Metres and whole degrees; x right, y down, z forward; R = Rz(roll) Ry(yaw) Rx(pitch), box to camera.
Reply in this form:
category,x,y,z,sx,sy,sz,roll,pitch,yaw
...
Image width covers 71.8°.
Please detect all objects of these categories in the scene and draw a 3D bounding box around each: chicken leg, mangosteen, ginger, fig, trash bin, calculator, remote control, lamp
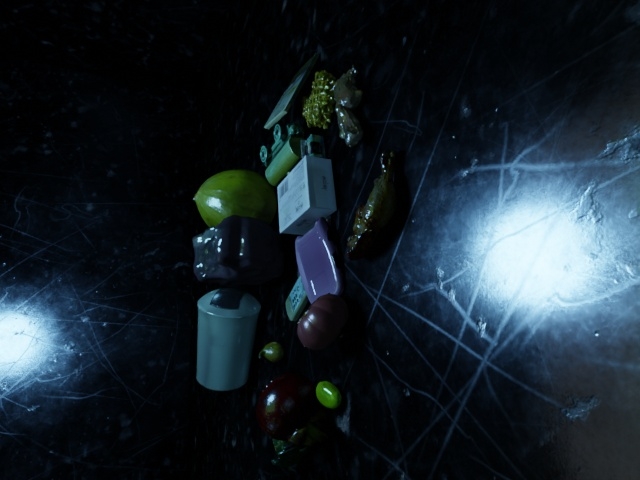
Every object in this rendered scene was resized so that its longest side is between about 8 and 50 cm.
category,x,y,z,sx,sy,sz,roll,pitch,yaw
chicken leg,0.142,-0.081,1.199,0.177,0.083,0.322,-93,21,-49
mangosteen,-0.079,0.552,1.406,0.257,0.215,0.215,42,130,16
ginger,0.092,-0.404,1.366,0.122,0.084,0.289,-23,59,36
fig,-0.364,-0.161,1.917,0.343,0.344,0.342,-19,69,61
trash bin,-0.427,0.430,2.015,0.280,0.281,0.431,32,117,61
calculator,-0.009,0.081,1.456,0.194,0.043,0.294,-38,57,41
fig,-0.195,0.439,1.741,0.084,0.098,0.082,-96,25,-46
remote control,-0.071,0.193,1.606,0.233,0.038,0.098,-61,36,37
lamp,0.014,0.245,1.307,0.182,0.140,0.182,-52,-6,-8

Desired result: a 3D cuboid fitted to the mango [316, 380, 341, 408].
category,x,y,z,sx,sy,sz,roll,pitch,yaw
mango,0.027,0.470,1.341,0.108,0.056,0.073,-1,90,60

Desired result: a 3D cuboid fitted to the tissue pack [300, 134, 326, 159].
category,x,y,z,sx,sy,sz,roll,pitch,yaw
tissue pack,-0.032,-0.308,1.572,0.085,0.079,0.110,-37,53,57

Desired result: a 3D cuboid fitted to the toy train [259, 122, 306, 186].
category,x,y,z,sx,sy,sz,roll,pitch,yaw
toy train,-0.156,-0.340,1.769,0.307,0.127,0.189,-36,53,55

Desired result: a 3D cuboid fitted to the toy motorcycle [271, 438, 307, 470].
category,x,y,z,sx,sy,sz,roll,pitch,yaw
toy motorcycle,-0.133,0.664,1.534,0.187,0.125,0.274,112,141,-69

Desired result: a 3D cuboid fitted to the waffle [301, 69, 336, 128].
category,x,y,z,sx,sy,sz,roll,pitch,yaw
waffle,-0.008,-0.501,1.570,0.197,0.070,0.193,61,138,48

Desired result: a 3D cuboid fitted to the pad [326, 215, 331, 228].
category,x,y,z,sx,sy,sz,roll,pitch,yaw
pad,0.000,0.000,1.537,0.188,0.006,0.113,-38,53,57

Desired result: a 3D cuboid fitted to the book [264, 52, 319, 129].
category,x,y,z,sx,sy,sz,roll,pitch,yaw
book,-0.111,-0.572,1.707,0.201,0.026,0.289,-13,48,60

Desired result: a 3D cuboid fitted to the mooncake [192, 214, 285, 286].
category,x,y,z,sx,sy,sz,roll,pitch,yaw
mooncake,-0.322,0.062,1.778,0.381,0.351,0.212,141,129,-57

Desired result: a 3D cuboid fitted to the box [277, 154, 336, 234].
category,x,y,z,sx,sy,sz,roll,pitch,yaw
box,-0.056,-0.151,1.558,0.260,0.111,0.194,-32,58,55
